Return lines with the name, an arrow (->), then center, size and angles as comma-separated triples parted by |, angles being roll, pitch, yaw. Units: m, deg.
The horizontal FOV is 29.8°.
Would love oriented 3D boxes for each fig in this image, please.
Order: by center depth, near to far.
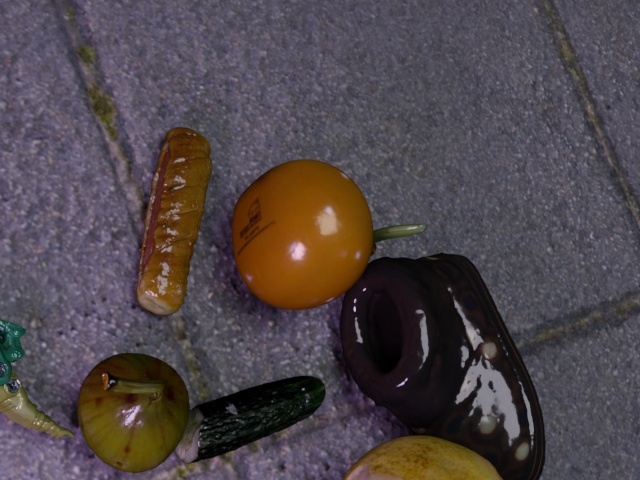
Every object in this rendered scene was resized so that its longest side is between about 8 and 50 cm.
fig -> -0.218, 0.193, 1.458 | 0.148, 0.186, 0.142 | 37, 45, -15

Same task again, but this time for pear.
pear -> 0.126, 0.386, 1.575 | 0.271, 0.271, 0.271 | 15, 62, -30

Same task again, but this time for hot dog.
hot dog -> -0.198, -0.031, 1.653 | 0.088, 0.061, 0.285 | 25, 58, -38

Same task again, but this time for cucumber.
cucumber -> -0.089, 0.233, 1.606 | 0.241, 0.074, 0.074 | -14, 79, -41

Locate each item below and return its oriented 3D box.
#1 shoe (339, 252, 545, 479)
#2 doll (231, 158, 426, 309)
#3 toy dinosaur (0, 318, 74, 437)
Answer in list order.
shoe -> 0.170, 0.202, 1.734 | 0.237, 0.171, 0.384 | -6, 72, -44
doll -> 0.000, 0.000, 1.679 | 0.236, 0.213, 0.213 | 11, 64, -33
toy dinosaur -> -0.395, 0.159, 1.414 | 0.259, 0.094, 0.153 | 26, 57, -33
